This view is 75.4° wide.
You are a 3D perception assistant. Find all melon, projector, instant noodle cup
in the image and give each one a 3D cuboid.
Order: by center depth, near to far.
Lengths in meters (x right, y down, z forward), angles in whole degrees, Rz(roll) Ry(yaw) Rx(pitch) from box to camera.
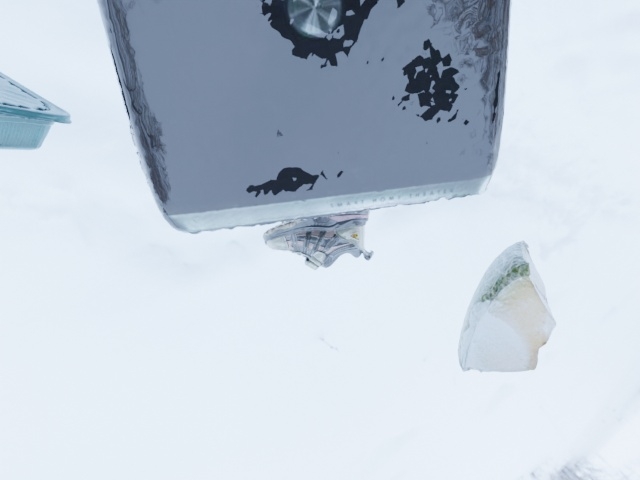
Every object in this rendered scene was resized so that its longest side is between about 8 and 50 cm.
[{"bbox_3d":[-0.015,-0.249,0.476,0.394,0.242,0.405,-8,110,0],"label":"projector"},{"bbox_3d":[0.236,0.065,0.500,0.203,0.093,0.139,-59,155,-25],"label":"melon"},{"bbox_3d":[-0.433,-0.169,0.511,0.070,0.179,0.157,-64,169,17],"label":"instant noodle cup"}]

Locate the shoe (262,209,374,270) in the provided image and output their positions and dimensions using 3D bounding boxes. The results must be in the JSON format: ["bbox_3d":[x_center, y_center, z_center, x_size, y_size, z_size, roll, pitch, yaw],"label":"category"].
[{"bbox_3d":[0.000,0.000,0.671,0.180,0.089,0.092,-12,97,12],"label":"shoe"}]
